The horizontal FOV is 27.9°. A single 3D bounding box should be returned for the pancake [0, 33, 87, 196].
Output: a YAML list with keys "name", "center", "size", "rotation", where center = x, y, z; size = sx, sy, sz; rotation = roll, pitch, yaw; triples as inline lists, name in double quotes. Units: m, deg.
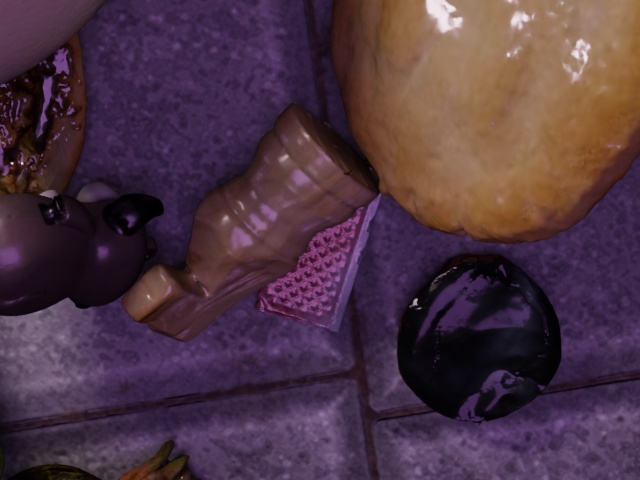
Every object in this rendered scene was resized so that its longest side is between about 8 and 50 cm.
- name: "pancake"
  center: [-0.369, -0.132, 1.377]
  size: [0.245, 0.057, 0.266]
  rotation: [-1, 101, 5]

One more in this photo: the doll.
- name: "doll"
  center: [-0.283, 0.013, 1.336]
  size: [0.182, 0.257, 0.117]
  rotation: [-49, 63, 40]

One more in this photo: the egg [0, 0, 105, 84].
- name: "egg"
  center: [-0.301, -0.336, 1.155]
  size: [0.340, 0.354, 0.354]
  rotation: [-27, 105, 7]

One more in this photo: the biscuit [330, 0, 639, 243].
- name: "biscuit"
  center: [0.159, -0.220, 1.220]
  size: [0.104, 0.429, 0.446]
  rotation: [-5, 135, -43]

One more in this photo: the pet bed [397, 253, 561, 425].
- name: "pet bed"
  center: [0.180, 0.116, 1.470]
  size: [0.201, 0.053, 0.201]
  rotation: [-1, 104, -4]

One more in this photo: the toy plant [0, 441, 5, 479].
- name: "toy plant"
  center: [-0.447, 0.147, 1.361]
  size: [0.316, 0.224, 0.184]
  rotation: [53, 56, -16]

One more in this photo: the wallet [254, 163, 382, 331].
- name: "wallet"
  center: [0.000, 0.000, 1.443]
  size: [0.103, 0.020, 0.196]
  rotation: [14, 104, -8]

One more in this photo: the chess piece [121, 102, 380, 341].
- name: "chess piece"
  center: [-0.082, -0.001, 1.379]
  size: [0.137, 0.137, 0.301]
  rotation: [42, 106, -13]

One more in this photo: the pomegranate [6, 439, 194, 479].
- name: "pomegranate"
  center: [-0.259, 0.347, 1.439]
  size: [0.222, 0.277, 0.204]
  rotation: [48, 121, 16]
